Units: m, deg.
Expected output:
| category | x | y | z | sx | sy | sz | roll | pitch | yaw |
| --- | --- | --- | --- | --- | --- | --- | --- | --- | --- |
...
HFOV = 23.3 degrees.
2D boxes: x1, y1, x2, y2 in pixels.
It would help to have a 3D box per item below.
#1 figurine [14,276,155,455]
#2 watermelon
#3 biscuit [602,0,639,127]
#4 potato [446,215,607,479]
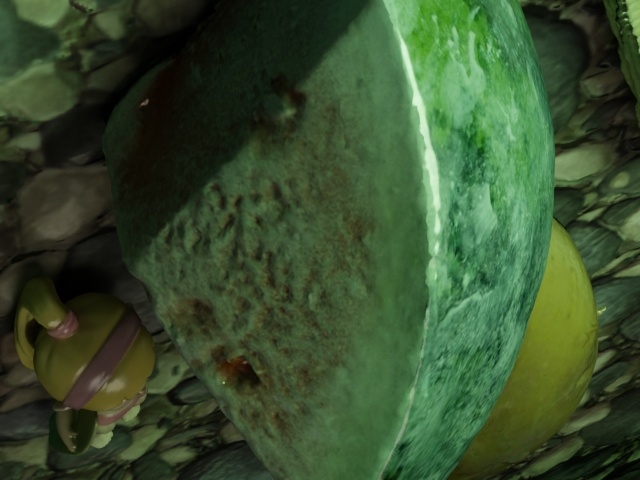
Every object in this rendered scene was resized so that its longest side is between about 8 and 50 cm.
| category | x | y | z | sx | sy | sz | roll | pitch | yaw |
| --- | --- | --- | --- | --- | --- | --- | --- | --- | --- |
| figurine | -0.131 | 0.076 | 0.875 | 0.083 | 0.083 | 0.187 | -20 | 163 | -9 |
| watermelon | 0.000 | 0.000 | 0.724 | 0.214 | 0.289 | 0.320 | 5 | 164 | 6 |
| biscuit | 0.225 | -0.127 | 0.824 | 0.150 | 0.052 | 0.252 | -33 | 151 | 5 |
| potato | 0.074 | 0.090 | 1.004 | 0.239 | 0.116 | 0.299 | -24 | 149 | 7 |
